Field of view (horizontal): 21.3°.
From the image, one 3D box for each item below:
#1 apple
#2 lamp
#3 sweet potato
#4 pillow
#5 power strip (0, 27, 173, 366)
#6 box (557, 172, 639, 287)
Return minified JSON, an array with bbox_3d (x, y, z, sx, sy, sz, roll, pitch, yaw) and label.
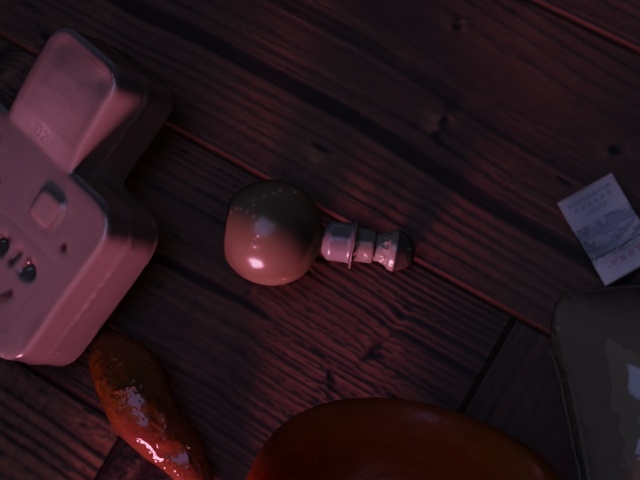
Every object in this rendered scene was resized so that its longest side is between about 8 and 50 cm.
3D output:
[{"bbox_3d":[0.065,0.242,1.304,0.241,0.242,0.242,3,79,20],"label":"apple"},{"bbox_3d":[0.000,0.000,1.455,0.163,0.091,0.091,9,81,0],"label":"lamp"},{"bbox_3d":[-0.145,0.156,1.462,0.068,0.068,0.226,-35,73,5],"label":"sweet potato"},{"bbox_3d":[0.320,0.180,1.313,0.255,0.120,0.322,-9,75,4],"label":"pillow"},{"bbox_3d":[-0.233,-0.050,1.505,0.229,0.141,0.261,41,101,26],"label":"power strip"},{"bbox_3d":[0.241,-0.008,1.423,0.054,0.024,0.083,-29,73,5],"label":"box"}]
